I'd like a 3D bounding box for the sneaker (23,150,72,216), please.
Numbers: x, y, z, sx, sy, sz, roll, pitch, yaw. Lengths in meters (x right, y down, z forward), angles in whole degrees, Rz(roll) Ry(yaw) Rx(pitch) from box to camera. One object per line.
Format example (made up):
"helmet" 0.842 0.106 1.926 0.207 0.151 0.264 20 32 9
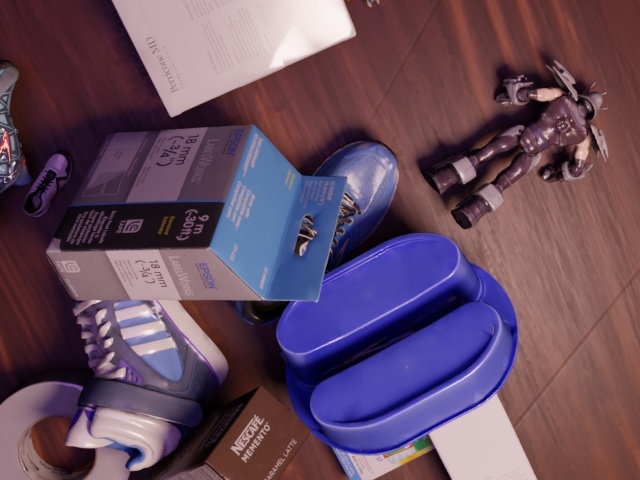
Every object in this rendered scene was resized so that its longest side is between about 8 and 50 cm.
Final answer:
"sneaker" -0.395 -0.080 1.380 0.040 0.044 0.109 28 95 -5

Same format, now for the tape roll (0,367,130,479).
"tape roll" -0.387 0.305 1.429 0.219 0.072 0.219 -1 100 -3

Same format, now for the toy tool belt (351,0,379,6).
"toy tool belt" 0.078 -0.359 1.351 0.083 0.052 0.051 -43 90 5

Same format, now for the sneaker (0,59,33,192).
"sneaker" -0.465 -0.126 1.356 0.125 0.104 0.261 20 103 -23

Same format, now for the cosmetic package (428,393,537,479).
"cosmetic package" 0.230 0.301 1.401 0.117 0.085 0.231 -26 111 1

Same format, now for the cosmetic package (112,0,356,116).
"cosmetic package" -0.154 -0.394 1.266 0.284 0.097 0.377 -24 116 0

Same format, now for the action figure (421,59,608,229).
"action figure" 0.293 -0.140 1.379 0.285 0.099 0.185 -34 92 -1

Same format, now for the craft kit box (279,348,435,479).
"craft kit box" 0.103 0.212 1.446 0.247 0.061 0.249 -26 100 4

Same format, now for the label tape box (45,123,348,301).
"label tape box" -0.152 -0.040 1.248 0.334 0.240 0.106 -1 135 15

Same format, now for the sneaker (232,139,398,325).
"sneaker" 0.000 0.000 1.359 0.130 0.147 0.330 37 94 -8

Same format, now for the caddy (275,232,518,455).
"caddy" 0.105 0.146 1.313 0.341 0.179 0.241 -28 65 2

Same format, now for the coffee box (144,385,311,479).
"coffee box" -0.140 0.311 1.340 0.098 0.246 0.141 44 51 -8

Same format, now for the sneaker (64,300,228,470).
"sneaker" -0.299 0.168 1.333 0.323 0.130 0.236 48 57 -14
